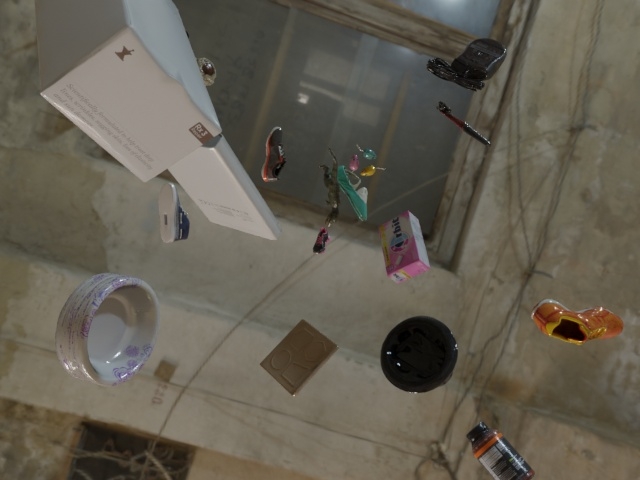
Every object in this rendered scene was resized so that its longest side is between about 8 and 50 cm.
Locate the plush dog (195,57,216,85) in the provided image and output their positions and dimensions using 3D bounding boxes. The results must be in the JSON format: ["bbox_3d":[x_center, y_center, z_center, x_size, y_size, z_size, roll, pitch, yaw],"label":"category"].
[{"bbox_3d":[-0.544,-0.604,2.098,0.225,0.262,0.210,-47,-169,-25],"label":"plush dog"}]

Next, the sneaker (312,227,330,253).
[{"bbox_3d":[0.000,0.000,1.956,0.119,0.047,0.057,-67,154,-52],"label":"sneaker"}]

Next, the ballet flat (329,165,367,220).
[{"bbox_3d":[0.126,-0.191,2.200,0.087,0.247,0.083,-36,158,6],"label":"ballet flat"}]

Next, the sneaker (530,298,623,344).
[{"bbox_3d":[0.408,0.139,0.910,0.067,0.175,0.064,-113,-144,-52],"label":"sneaker"}]

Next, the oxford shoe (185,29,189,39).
[{"bbox_3d":[-0.378,-0.404,1.460,0.123,0.130,0.349,42,32,-60],"label":"oxford shoe"}]

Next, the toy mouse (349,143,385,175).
[{"bbox_3d":[0.172,-0.324,2.354,0.031,0.160,0.143,-110,-179,-67],"label":"toy mouse"}]

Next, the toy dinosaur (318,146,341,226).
[{"bbox_3d":[0.035,-0.182,1.843,0.118,0.063,0.268,-110,-165,-63],"label":"toy dinosaur"}]

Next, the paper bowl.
[{"bbox_3d":[-0.565,0.226,1.519,0.284,0.147,0.285,7,90,-66],"label":"paper bowl"}]

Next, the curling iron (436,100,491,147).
[{"bbox_3d":[0.547,-0.445,2.243,0.035,0.274,0.068,-48,163,12],"label":"curling iron"}]

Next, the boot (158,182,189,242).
[{"bbox_3d":[-0.464,-0.090,1.857,0.086,0.069,0.190,-12,110,-56],"label":"boot"}]

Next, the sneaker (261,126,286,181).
[{"bbox_3d":[-0.118,-0.241,1.644,0.061,0.064,0.158,5,96,-61],"label":"sneaker"}]

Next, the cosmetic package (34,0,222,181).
[{"bbox_3d":[-0.306,-0.305,0.898,0.217,0.156,0.385,50,14,-49],"label":"cosmetic package"}]

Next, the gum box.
[{"bbox_3d":[0.236,0.014,1.660,0.107,0.062,0.189,-28,-132,27],"label":"gum box"}]

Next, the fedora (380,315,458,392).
[{"bbox_3d":[0.393,0.456,2.226,0.333,0.152,0.334,-23,-138,23],"label":"fedora"}]

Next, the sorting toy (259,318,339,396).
[{"bbox_3d":[-0.061,0.344,1.712,0.193,0.038,0.208,-45,-143,-14],"label":"sorting toy"}]

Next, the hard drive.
[{"bbox_3d":[-0.219,-0.118,1.204,0.040,0.202,0.308,-61,149,-23],"label":"hard drive"}]

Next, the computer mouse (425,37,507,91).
[{"bbox_3d":[0.453,-0.519,1.735,0.272,0.188,0.072,-40,152,-32],"label":"computer mouse"}]

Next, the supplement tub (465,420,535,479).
[{"bbox_3d":[0.512,0.623,1.676,0.198,0.106,0.106,50,-42,27],"label":"supplement tub"}]
